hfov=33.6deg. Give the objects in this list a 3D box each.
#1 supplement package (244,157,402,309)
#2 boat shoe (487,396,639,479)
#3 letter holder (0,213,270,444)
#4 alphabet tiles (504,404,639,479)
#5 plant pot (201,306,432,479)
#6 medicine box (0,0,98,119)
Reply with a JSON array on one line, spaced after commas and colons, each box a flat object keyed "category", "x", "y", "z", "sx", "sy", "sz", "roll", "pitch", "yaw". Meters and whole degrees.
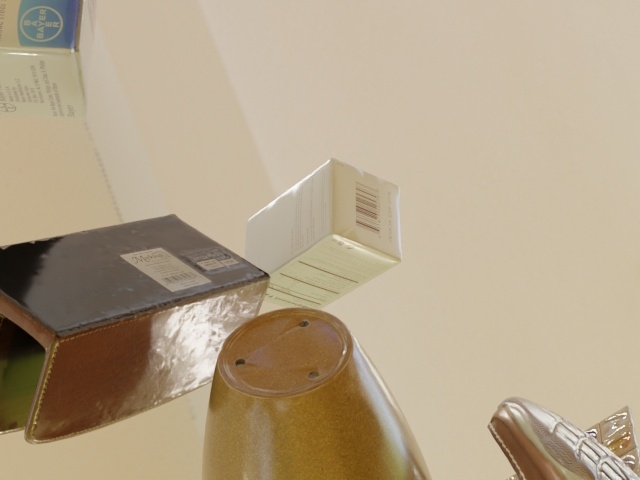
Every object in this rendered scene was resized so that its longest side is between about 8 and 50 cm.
[{"category": "supplement package", "x": 0.000, "y": 0.000, "z": 1.249, "sx": 0.105, "sy": 0.179, "sz": 0.105, "roll": 21, "pitch": -125, "yaw": -32}, {"category": "boat shoe", "x": 0.216, "y": 0.251, "z": 0.815, "sx": 0.123, "sy": 0.116, "sz": 0.324, "roll": 27, "pitch": -161, "yaw": -39}, {"category": "letter holder", "x": -0.224, "y": 0.117, "z": 1.068, "sx": 0.152, "sy": 0.214, "sz": 0.302, "roll": 30, "pitch": -156, "yaw": 27}, {"category": "alphabet tiles", "x": 0.256, "y": 0.291, "z": 1.116, "sx": 0.009, "sy": 0.198, "sz": 0.237, "roll": 46, "pitch": -157, "yaw": -13}, {"category": "plant pot", "x": -0.014, "y": 0.194, "z": 0.967, "sx": 0.237, "sy": 0.237, "sz": 0.254, "roll": -36, "pitch": -49, "yaw": -32}, {"category": "medicine box", "x": -0.395, "y": -0.286, "z": 1.165, "sx": 0.289, "sy": 0.149, "sz": 0.263, "roll": 2, "pitch": -112, "yaw": -6}]
